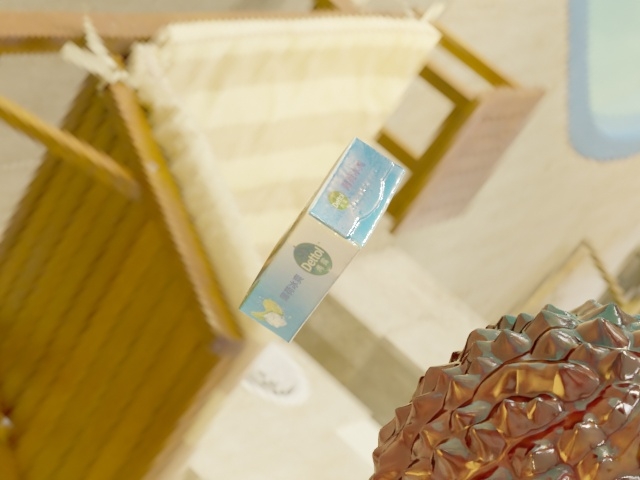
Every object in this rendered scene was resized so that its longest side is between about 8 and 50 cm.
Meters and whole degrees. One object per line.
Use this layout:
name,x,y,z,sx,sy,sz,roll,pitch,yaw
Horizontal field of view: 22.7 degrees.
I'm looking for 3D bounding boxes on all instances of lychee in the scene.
lychee,0.238,0.279,1.442,0.424,0.424,0.500,-38,150,-30

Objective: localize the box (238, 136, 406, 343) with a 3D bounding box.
box,0.000,0.001,1.722,0.194,0.073,0.139,-53,-175,46
